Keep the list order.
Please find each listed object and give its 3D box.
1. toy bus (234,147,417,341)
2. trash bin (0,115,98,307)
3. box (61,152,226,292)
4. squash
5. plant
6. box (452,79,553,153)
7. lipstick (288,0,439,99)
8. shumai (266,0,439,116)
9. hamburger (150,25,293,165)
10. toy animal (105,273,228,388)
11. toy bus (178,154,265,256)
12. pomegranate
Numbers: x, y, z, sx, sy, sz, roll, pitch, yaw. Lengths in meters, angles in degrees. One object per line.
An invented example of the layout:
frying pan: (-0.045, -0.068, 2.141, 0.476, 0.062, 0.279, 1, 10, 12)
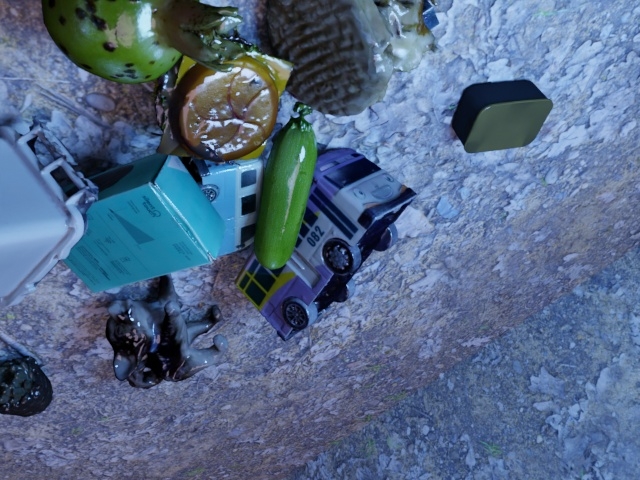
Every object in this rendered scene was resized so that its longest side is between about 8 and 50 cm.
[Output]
toy bus: (0.000, 0.000, 1.449, 0.209, 0.249, 0.440, -28, 159, -49)
trash bin: (-0.570, -0.034, 0.956, 0.296, 0.256, 0.367, -39, 175, 18)
box: (-0.362, -0.030, 1.190, 0.311, 0.118, 0.205, -15, 130, 24)
squash: (-0.071, -0.096, 1.262, 0.101, 0.101, 0.379, -2, 124, -28)
plant: (-0.778, 0.373, 1.598, 0.129, 0.132, 0.194, -22, 150, -9)
box: (0.415, -0.290, 1.447, 0.200, 0.090, 0.144, -11, 143, -19)
lipstick: (0.078, -0.355, 1.204, 0.312, 0.051, 0.051, -32, 148, 13)
shumai: (0.066, -0.381, 1.089, 0.262, 0.267, 0.314, -41, -176, -28)
hamburger: (-0.181, -0.243, 1.089, 0.243, 0.139, 0.262, 3, 121, -38)
toy animal: (-0.427, 0.254, 1.590, 0.302, 0.194, 0.344, -33, 139, 4)
toy bus: (-0.202, -0.092, 1.318, 0.164, 0.133, 0.271, -14, 142, -20)
pomegranate: (-0.240, -0.341, 0.870, 0.285, 0.231, 0.231, 1, 149, 16)
